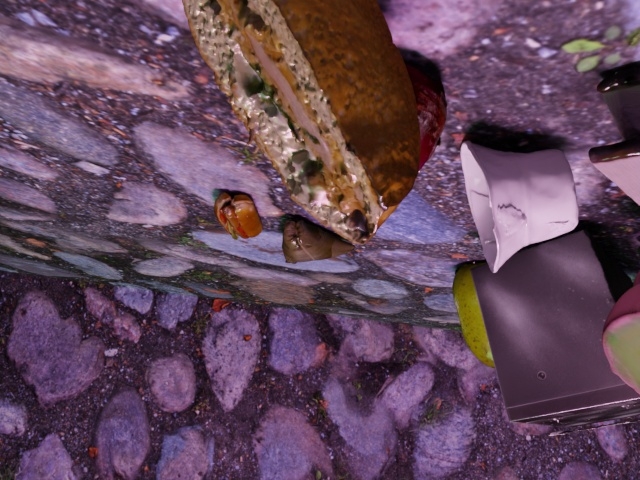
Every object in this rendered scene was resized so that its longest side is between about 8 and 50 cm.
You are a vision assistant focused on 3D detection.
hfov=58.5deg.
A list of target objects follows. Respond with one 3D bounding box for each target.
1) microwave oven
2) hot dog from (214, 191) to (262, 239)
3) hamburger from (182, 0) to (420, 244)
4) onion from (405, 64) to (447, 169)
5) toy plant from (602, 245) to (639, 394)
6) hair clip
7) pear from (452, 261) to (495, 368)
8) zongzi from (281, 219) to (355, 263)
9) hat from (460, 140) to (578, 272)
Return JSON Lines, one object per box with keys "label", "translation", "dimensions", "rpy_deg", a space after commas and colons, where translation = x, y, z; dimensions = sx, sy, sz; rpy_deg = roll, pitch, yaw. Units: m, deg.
{"label": "microwave oven", "translation": [0.533, 0.200, 1.185], "dimensions": [0.236, 0.374, 0.432], "rpy_deg": [-24, 151, 30]}
{"label": "hot dog", "translation": [-0.175, -0.044, 1.235], "dimensions": [0.092, 0.062, 0.235], "rpy_deg": [3, 165, 4]}
{"label": "hamburger", "translation": [0.003, -0.139, 0.528], "dimensions": [0.144, 0.156, 0.282], "rpy_deg": [-14, 114, 47]}
{"label": "onion", "translation": [0.041, -0.129, 0.671], "dimensions": [0.199, 0.135, 0.173], "rpy_deg": [12, 162, -7]}
{"label": "toy plant", "translation": [0.583, 0.087, 0.889], "dimensions": [0.317, 0.356, 0.210], "rpy_deg": [3, 127, 57]}
{"label": "hair clip", "translation": [0.420, -0.091, 0.695], "dimensions": [0.085, 0.101, 0.331], "rpy_deg": [-12, 157, 42]}
{"label": "pear", "translation": [0.451, 0.197, 1.465], "dimensions": [0.160, 0.292, 0.293], "rpy_deg": [-19, 151, 40]}
{"label": "zongzi", "translation": [0.000, 0.000, 1.295], "dimensions": [0.176, 0.078, 0.160], "rpy_deg": [-2, 165, -3]}
{"label": "hat", "translation": [0.278, -0.059, 0.795], "dimensions": [0.126, 0.203, 0.203], "rpy_deg": [-14, 162, 7]}
